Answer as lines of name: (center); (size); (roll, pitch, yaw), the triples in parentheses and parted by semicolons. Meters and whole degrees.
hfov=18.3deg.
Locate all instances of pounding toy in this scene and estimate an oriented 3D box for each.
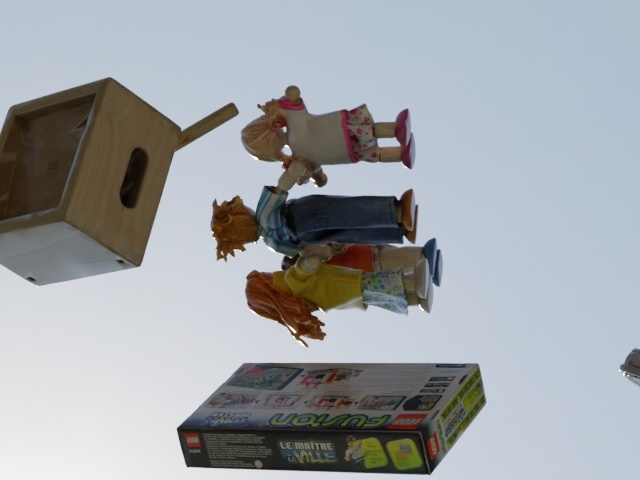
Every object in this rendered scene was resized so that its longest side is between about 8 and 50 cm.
pounding toy: (-0.148, -0.046, 1.361); (0.100, 0.130, 0.141); (36, -122, -37)

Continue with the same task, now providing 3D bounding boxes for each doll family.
doll family: (0.000, 0.000, 1.595); (0.263, 0.163, 0.118); (74, -161, -50)

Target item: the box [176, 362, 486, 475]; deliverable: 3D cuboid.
box: (0.008, 0.132, 1.495); (0.114, 0.207, 0.036); (-43, -55, -54)

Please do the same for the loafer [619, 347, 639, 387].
loafer: (0.219, 0.076, 1.072); (0.045, 0.125, 0.039); (34, -101, -43)
